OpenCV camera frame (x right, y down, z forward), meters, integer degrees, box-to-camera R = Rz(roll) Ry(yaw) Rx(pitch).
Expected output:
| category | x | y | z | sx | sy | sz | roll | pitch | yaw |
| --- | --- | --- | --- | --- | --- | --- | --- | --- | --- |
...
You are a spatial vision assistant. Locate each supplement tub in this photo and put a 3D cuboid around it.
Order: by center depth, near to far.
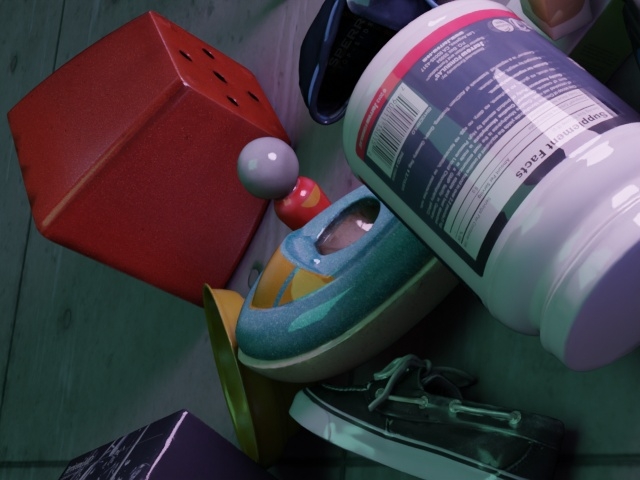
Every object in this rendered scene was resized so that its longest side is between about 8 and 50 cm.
| category | x | y | z | sx | sy | sz | roll | pitch | yaw |
| --- | --- | --- | --- | --- | --- | --- | --- | --- | --- |
| supplement tub | 0.164 | -0.048 | 1.022 | 0.272 | 0.191 | 0.191 | 47 | 119 | 32 |

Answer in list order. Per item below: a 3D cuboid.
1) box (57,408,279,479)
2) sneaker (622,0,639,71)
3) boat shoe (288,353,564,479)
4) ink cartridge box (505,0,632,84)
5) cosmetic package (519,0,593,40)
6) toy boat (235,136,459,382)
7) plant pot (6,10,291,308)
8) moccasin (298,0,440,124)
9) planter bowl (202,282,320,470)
| category | x | y | z | sx | sy | sz | roll | pitch | yaw |
| --- | --- | --- | --- | --- | --- | --- | --- | --- | --- |
| box | -0.221 | 0.377 | 1.353 | 0.343 | 0.179 | 0.312 | -30 | 23 | 54 |
| sneaker | 0.292 | -0.210 | 0.997 | 0.140 | 0.125 | 0.341 | -22 | 71 | 4 |
| boat shoe | 0.091 | 0.160 | 1.174 | 0.306 | 0.113 | 0.105 | 11 | 81 | 55 |
| ink cartridge box | 0.204 | -0.167 | 1.175 | 0.209 | 0.062 | 0.109 | -54 | 40 | 30 |
| cosmetic package | 0.185 | -0.229 | 1.064 | 0.041 | 0.115 | 0.060 | -28 | 41 | -4 |
| toy boat | 0.000 | 0.000 | 1.294 | 0.267 | 0.148 | 0.318 | -40 | 28 | 3 |
| plant pot | -0.196 | -0.120 | 1.601 | 0.236 | 0.267 | 0.267 | -48 | 40 | 18 |
| moccasin | 0.082 | -0.252 | 1.347 | 0.117 | 0.138 | 0.342 | -89 | 20 | -44 |
| planter bowl | -0.055 | 0.140 | 1.385 | 0.217 | 0.090 | 0.217 | 166 | 90 | -80 |
